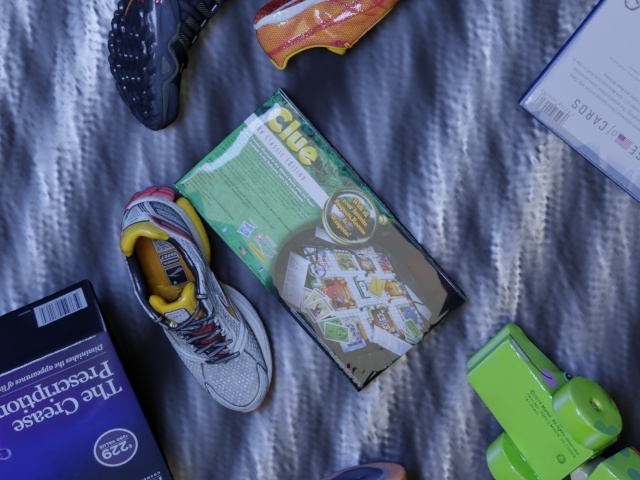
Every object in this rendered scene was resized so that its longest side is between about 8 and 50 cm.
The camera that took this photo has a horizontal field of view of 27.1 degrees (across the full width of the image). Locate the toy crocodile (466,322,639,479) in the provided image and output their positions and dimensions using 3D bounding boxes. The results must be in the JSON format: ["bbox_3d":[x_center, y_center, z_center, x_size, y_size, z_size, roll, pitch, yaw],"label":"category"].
[{"bbox_3d":[0.257,0.218,1.178,0.340,0.105,0.115,49,122,19],"label":"toy crocodile"}]

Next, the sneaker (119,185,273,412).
[{"bbox_3d":[-0.120,0.065,1.200,0.088,0.093,0.225,-27,106,15],"label":"sneaker"}]

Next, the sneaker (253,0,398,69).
[{"bbox_3d":[0.028,-0.208,1.187,0.175,0.064,0.067,-21,116,11],"label":"sneaker"}]

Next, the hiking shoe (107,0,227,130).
[{"bbox_3d":[-0.121,-0.204,1.172,0.114,0.086,0.227,-17,128,-34],"label":"hiking shoe"}]

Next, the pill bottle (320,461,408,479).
[{"bbox_3d":[0.062,0.331,1.213,0.130,0.130,0.246,-13,97,5],"label":"pill bottle"}]

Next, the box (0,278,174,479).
[{"bbox_3d":[-0.286,0.177,1.171,0.261,0.103,0.184,-23,123,-8],"label":"box"}]

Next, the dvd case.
[{"bbox_3d":[0.320,-0.160,1.182,0.179,0.029,0.239,39,99,-2],"label":"dvd case"}]

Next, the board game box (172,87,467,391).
[{"bbox_3d":[0.000,0.000,1.225,0.136,0.030,0.260,-40,94,10],"label":"board game box"}]
